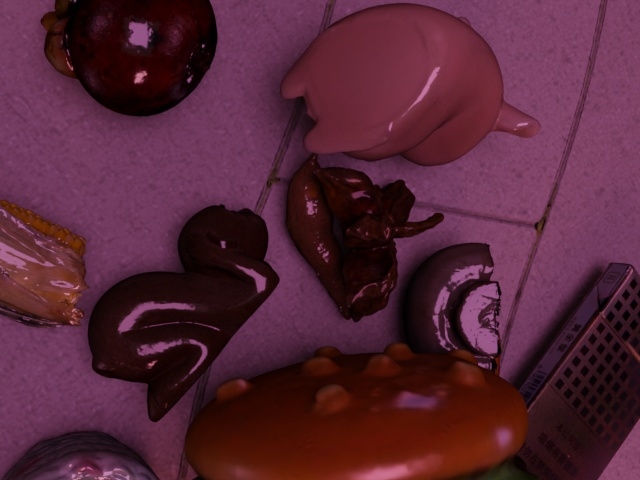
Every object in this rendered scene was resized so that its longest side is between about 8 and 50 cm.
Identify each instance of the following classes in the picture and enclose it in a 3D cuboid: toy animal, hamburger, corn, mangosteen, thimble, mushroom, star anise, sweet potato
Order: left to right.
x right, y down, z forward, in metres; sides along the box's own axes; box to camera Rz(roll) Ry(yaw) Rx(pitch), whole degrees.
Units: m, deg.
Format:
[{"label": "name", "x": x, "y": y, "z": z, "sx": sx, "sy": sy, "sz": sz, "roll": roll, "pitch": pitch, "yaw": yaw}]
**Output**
[{"label": "corn", "x": -0.387, "y": 0.002, "z": 0.880, "sx": 0.305, "sy": 0.122, "sz": 0.123, "roll": 22, "pitch": 84, "yaw": -19}, {"label": "thimble", "x": -0.253, "y": 0.319, "z": 0.913, "sx": 0.211, "sy": 0.149, "sz": 0.185, "roll": 46, "pitch": 75, "yaw": -14}, {"label": "mangosteen", "x": -0.215, "y": -0.230, "z": 0.923, "sx": 0.200, "sy": 0.200, "sz": 0.199, "roll": 0, "pitch": 90, "yaw": -18}, {"label": "sweet potato", "x": -0.007, "y": 0.000, "z": 1.040, "sx": 0.068, "sy": 0.068, "sz": 0.226, "roll": -18, "pitch": 105, "yaw": -18}, {"label": "hamburger", "x": 0.039, "y": 0.260, "z": 0.884, "sx": 0.396, "sy": 0.396, "sz": 0.277, "roll": -8, "pitch": 94, "yaw": -18}, {"label": "star anise", "x": 0.062, "y": -0.007, "z": 1.001, "sx": 0.196, "sy": 0.111, "sz": 0.212, "roll": 40, "pitch": 58, "yaw": -46}, {"label": "toy animal", "x": 0.111, "y": -0.173, "z": 1.007, "sx": 0.213, "sy": 0.256, "sz": 0.195, "roll": -36, "pitch": 71, "yaw": 23}, {"label": "mushroom", "x": 0.164, "y": 0.099, "z": 1.061, "sx": 0.117, "sy": 0.141, "sz": 0.188, "roll": -4, "pitch": 89, "yaw": 4}]

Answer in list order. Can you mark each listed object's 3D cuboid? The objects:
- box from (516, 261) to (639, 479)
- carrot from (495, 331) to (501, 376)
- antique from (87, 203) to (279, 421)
[{"label": "box", "x": 0.374, "y": 0.208, "z": 1.154, "sx": 0.325, "sy": 0.047, "sz": 0.180, "roll": -49, "pitch": 113, "yaw": -13}, {"label": "carrot", "x": 0.218, "y": 0.232, "z": 1.126, "sx": 0.043, "sy": 0.043, "sz": 0.247, "roll": 2, "pitch": 92, "yaw": -18}, {"label": "antique", "x": -0.155, "y": 0.066, "z": 0.964, "sx": 0.143, "sy": 0.121, "sz": 0.257, "roll": 43, "pitch": 84, "yaw": -5}]
